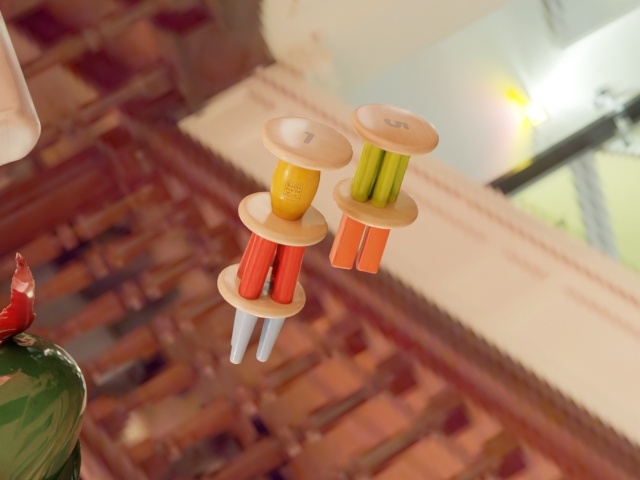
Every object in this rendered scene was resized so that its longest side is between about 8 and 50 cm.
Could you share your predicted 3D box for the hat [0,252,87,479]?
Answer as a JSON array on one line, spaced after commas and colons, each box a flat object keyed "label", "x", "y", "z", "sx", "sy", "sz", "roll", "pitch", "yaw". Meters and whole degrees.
[{"label": "hat", "x": -0.182, "y": 0.086, "z": 1.348, "sx": 0.173, "sy": 0.183, "sz": 0.208, "roll": 49, "pitch": -156, "yaw": -8}]

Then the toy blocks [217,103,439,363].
[{"label": "toy blocks", "x": 0.000, "y": 0.000, "z": 1.102, "sx": 0.054, "sy": 0.123, "sz": 0.148, "roll": 40, "pitch": 126, "yaw": 36}]

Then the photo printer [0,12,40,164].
[{"label": "photo printer", "x": -0.362, "y": -0.172, "z": 1.326, "sx": 0.107, "sy": 0.256, "sz": 0.307, "roll": 111, "pitch": 141, "yaw": -67}]
